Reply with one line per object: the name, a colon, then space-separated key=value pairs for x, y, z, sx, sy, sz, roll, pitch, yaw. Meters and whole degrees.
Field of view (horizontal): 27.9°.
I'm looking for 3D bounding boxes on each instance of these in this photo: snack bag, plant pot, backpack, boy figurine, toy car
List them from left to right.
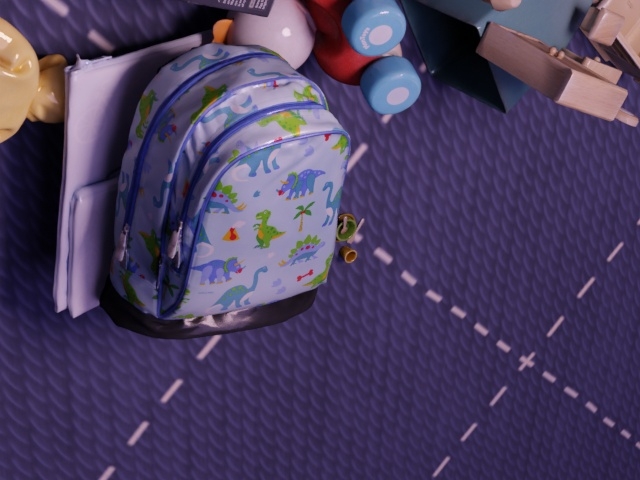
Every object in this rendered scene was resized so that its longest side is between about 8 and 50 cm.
boy figurine: x=-0.384 y=-0.181 z=1.446 sx=0.285 sy=0.092 sz=0.177 roll=-4 pitch=127 yaw=-38
snack bag: x=-0.199 y=-0.100 z=1.620 sx=0.323 sy=0.037 sz=0.342 roll=-26 pitch=135 yaw=-46
backpack: x=-0.103 y=-0.058 z=1.527 sx=0.290 sy=0.273 sz=0.355 roll=-8 pitch=115 yaw=-29
toy car: x=-0.030 y=-0.256 z=1.606 sx=0.238 sy=0.219 sz=0.210 roll=-22 pitch=143 yaw=0
plant pot: x=0.265 y=-0.336 z=1.812 sx=0.234 sy=0.165 sz=0.165 roll=-42 pitch=136 yaw=-13

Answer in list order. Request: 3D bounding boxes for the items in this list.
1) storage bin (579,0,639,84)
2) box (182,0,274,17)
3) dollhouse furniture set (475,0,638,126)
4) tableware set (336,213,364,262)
storage bin: x=0.524 y=-0.404 z=1.993 sx=0.262 sy=0.123 sz=0.260 roll=-52 pitch=136 yaw=1
box: x=-0.146 y=-0.336 z=1.484 sx=0.158 sy=0.156 sz=0.093 roll=4 pitch=117 yaw=-40
dollhouse furniture set: x=0.372 y=-0.348 z=1.625 sx=0.303 sy=0.174 sz=0.355 roll=11 pitch=112 yaw=-42
tableware set: x=0.000 y=0.000 z=1.922 sx=0.154 sy=0.024 sz=0.104 roll=16 pitch=108 yaw=-44
